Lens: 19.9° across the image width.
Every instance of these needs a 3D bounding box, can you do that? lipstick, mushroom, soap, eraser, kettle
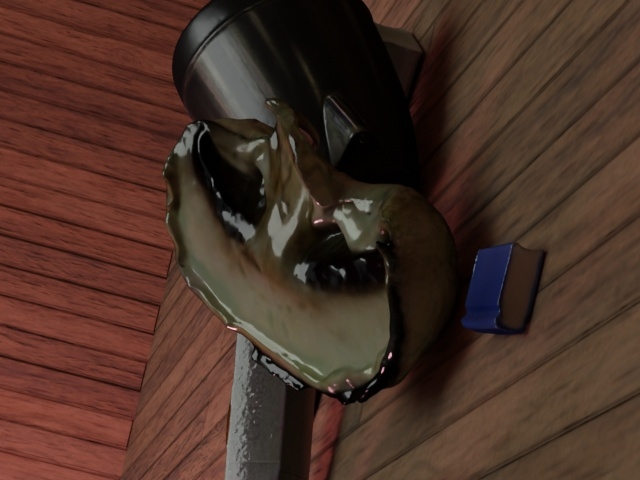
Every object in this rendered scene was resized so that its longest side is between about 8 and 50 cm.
[{"bbox_3d":[-0.048,0.174,1.818,0.068,0.066,0.317,31,-120,-60],"label":"lipstick"},{"bbox_3d":[0.002,0.000,1.555,0.344,0.130,0.248,16,113,50],"label":"mushroom"},{"bbox_3d":[0.043,-0.128,1.942,0.119,0.066,0.198,-101,28,-72],"label":"soap"},{"bbox_3d":[0.132,0.036,1.324,0.084,0.027,0.063,164,120,-77],"label":"eraser"},{"bbox_3d":[-0.011,-0.088,1.761,0.251,0.207,0.271,-53,52,33],"label":"kettle"}]

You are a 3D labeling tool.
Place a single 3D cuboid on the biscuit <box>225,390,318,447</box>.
[{"bbox_3d":[-0.045,0.147,2.022,0.220,0.066,0.221,-162,90,-78],"label":"biscuit"}]
